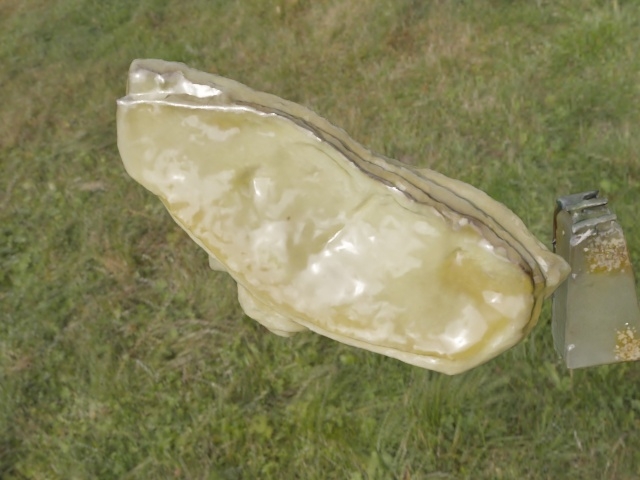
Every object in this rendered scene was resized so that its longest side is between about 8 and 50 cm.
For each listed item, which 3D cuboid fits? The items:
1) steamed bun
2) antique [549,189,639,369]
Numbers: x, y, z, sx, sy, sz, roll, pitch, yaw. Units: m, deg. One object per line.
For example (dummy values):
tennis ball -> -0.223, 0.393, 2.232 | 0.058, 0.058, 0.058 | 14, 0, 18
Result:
steamed bun -> 0.000, 0.000, 0.803 | 0.427, 0.247, 0.189 | 25, 17, 0
antique -> 0.448, 0.060, 1.336 | 0.150, 0.284, 0.125 | -12, 22, 4
